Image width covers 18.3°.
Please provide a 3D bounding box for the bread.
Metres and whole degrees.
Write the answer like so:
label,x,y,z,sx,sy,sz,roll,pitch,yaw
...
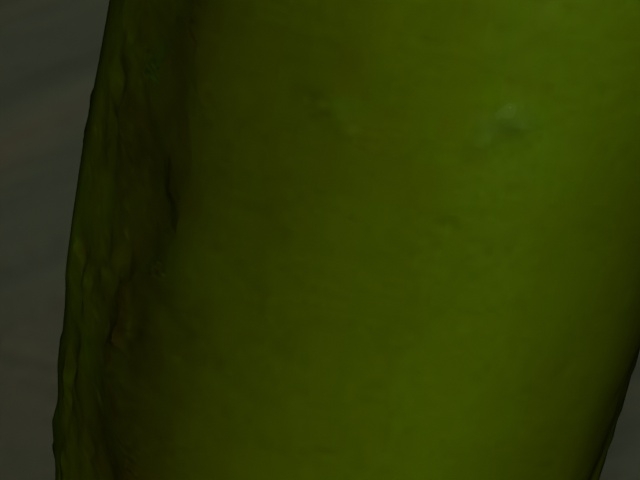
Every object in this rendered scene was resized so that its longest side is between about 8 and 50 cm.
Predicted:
label,x,y,z,sx,sy,sz,roll,pitch,yaw
bread,0.000,0.000,0.447,0.112,0.166,0.383,2,120,-21
